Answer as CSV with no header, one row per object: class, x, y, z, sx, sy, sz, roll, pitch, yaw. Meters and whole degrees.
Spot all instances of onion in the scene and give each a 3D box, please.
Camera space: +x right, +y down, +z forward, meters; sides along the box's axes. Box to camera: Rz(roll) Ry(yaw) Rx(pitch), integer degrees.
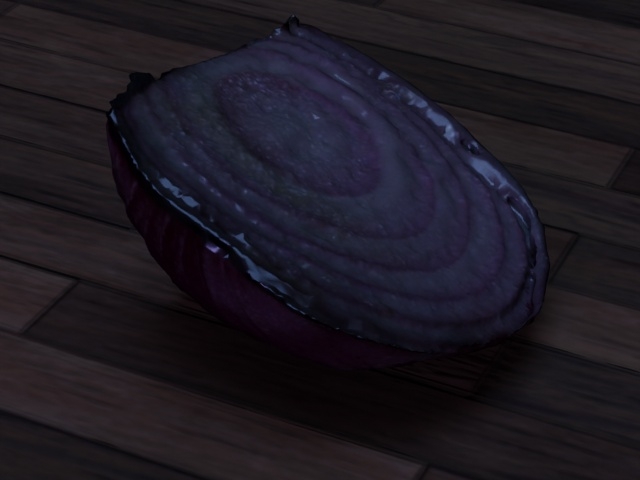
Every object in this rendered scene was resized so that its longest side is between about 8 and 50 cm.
onion,0.000,0.000,0.974,0.247,0.111,0.250,41,34,14
